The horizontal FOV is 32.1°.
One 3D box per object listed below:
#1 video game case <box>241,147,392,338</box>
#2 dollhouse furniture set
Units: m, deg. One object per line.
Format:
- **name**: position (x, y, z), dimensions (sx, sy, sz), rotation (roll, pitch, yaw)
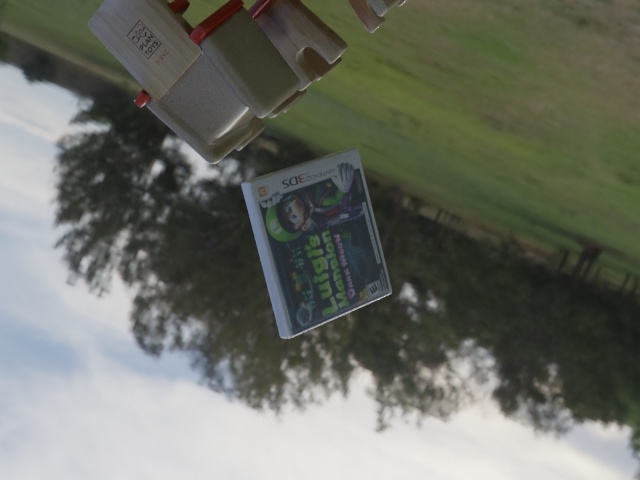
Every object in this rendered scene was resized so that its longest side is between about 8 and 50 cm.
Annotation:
- **video game case**: position (0.000, 0.000, 1.331), dimensions (0.173, 0.190, 0.022), rotation (-21, -169, -37)
- **dollhouse furniture set**: position (-0.038, -0.185, 0.859), dimensions (0.135, 0.262, 0.259), rotation (48, -135, -5)
